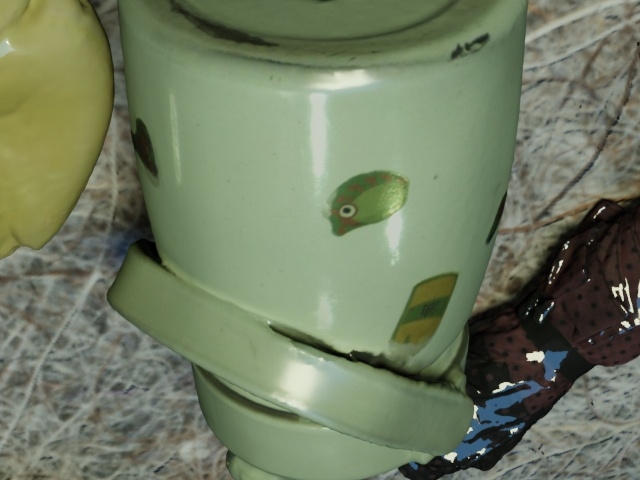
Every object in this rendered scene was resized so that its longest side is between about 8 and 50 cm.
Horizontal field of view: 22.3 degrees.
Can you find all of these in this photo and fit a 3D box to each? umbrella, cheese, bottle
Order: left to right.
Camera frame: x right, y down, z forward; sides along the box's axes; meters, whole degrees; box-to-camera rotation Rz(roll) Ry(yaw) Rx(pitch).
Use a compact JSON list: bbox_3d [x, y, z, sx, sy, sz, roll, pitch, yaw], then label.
[{"bbox_3d":[-0.216,-0.072,0.856,0.214,0.117,0.226,-12,132,-14],"label":"cheese"},{"bbox_3d":[-0.006,0.000,0.909,0.229,0.229,0.352,-9,129,-12],"label":"bottle"},{"bbox_3d":[0.172,0.048,1.076,0.326,0.090,0.094,-40,123,12],"label":"umbrella"}]
